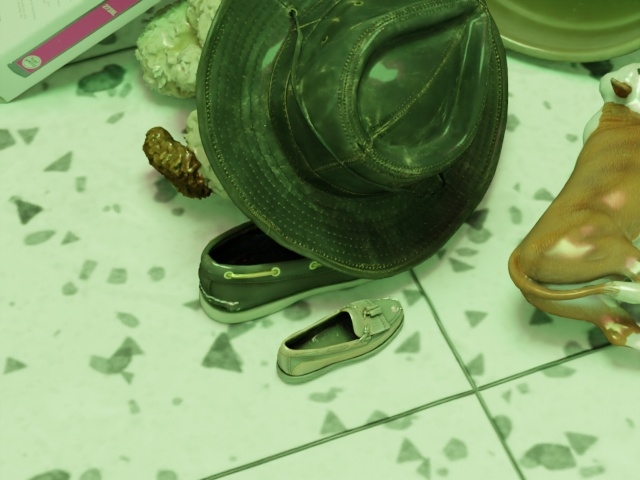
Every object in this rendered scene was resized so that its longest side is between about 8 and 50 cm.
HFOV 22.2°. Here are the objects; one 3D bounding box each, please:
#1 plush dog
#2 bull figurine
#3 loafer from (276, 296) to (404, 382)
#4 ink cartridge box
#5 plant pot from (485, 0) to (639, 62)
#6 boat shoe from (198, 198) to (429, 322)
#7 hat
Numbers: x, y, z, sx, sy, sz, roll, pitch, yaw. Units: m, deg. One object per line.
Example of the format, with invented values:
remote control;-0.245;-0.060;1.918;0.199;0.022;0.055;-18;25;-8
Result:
plush dog;-0.046;-0.137;1.481;0.262;0.210;0.225;0;74;-1
bull figurine;0.284;-0.032;1.431;0.188;0.101;0.310;26;55;18
loafer;0.019;0.078;1.378;0.125;0.039;0.045;-27;55;-21
ink cartridge box;-0.191;-0.297;1.549;0.371;0.069;0.176;-31;52;20
plant pot;0.275;-0.376;1.616;0.323;0.323;0.280;19;35;15
boat shoe;0.000;0.000;1.424;0.227;0.069;0.081;-23;54;-18
hat;0.063;-0.138;1.369;0.331;0.134;0.331;6;78;-29
